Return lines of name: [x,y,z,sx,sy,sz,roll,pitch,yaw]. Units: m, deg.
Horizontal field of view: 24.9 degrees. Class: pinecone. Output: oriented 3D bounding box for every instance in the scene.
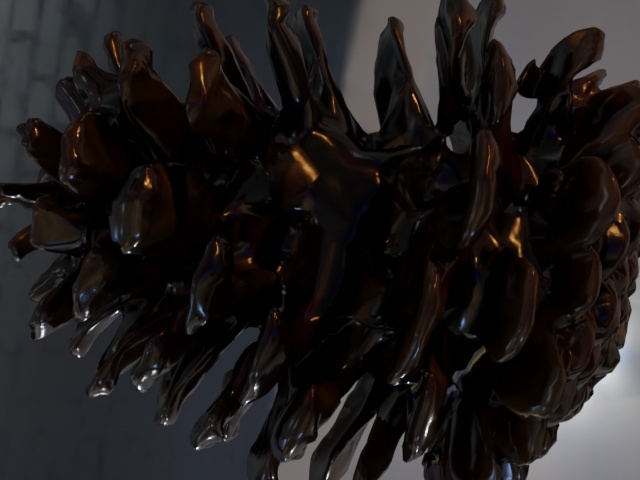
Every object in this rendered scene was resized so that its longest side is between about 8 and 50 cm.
pinecone: [0.001,-0.003,0.634,0.246,0.292,0.246,-169,-90,-85]
